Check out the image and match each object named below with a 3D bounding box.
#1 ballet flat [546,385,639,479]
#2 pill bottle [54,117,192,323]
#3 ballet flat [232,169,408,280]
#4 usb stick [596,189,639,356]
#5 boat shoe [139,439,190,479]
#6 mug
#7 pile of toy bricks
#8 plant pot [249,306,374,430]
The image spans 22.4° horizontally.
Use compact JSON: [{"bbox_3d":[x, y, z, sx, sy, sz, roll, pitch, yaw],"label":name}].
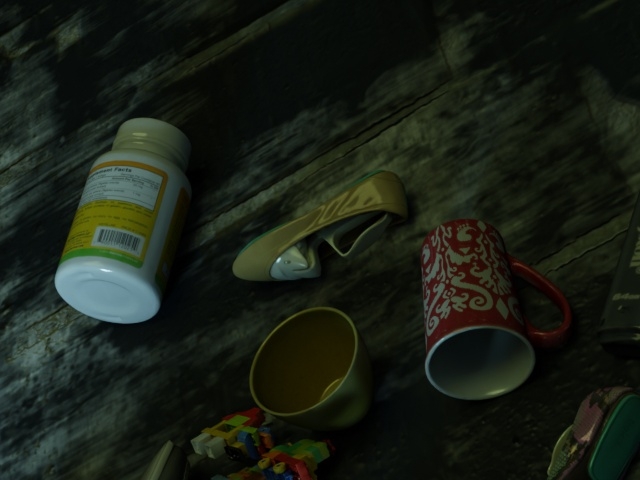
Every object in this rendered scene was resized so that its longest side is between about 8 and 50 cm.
[{"bbox_3d":[0.239,0.233,1.526,0.079,0.077,0.221,-9,44,56],"label":"ballet flat"},{"bbox_3d":[-0.241,-0.030,2.058,0.136,0.136,0.246,-10,51,32],"label":"pill bottle"},{"bbox_3d":[0.000,0.000,1.895,0.232,0.080,0.073,-32,58,15],"label":"ballet flat"},{"bbox_3d":[0.348,-0.009,1.648,0.077,0.045,0.278,1,58,38],"label":"usb stick"},{"bbox_3d":[-0.198,0.380,1.741,0.112,0.095,0.335,-46,18,59],"label":"boat shoe"},{"bbox_3d":[0.174,0.072,1.698,0.169,0.150,0.113,-95,26,-46],"label":"mug"},{"bbox_3d":[-0.035,0.240,1.721,0.105,0.118,0.212,-30,17,-27],"label":"pile of toy bricks"},{"bbox_3d":[0.005,0.153,1.746,0.134,0.095,0.134,-20,46,23],"label":"plant pot"}]
